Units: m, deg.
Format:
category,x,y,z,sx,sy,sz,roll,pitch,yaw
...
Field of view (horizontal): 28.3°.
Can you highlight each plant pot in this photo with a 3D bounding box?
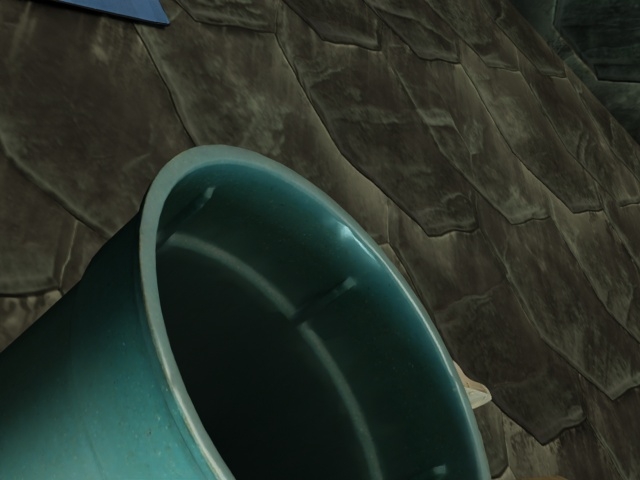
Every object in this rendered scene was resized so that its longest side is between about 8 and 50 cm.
category,x,y,z,sx,sy,sz,roll,pitch,yaw
plant pot,-0.111,0.167,0.888,0.341,0.334,0.341,40,30,-29

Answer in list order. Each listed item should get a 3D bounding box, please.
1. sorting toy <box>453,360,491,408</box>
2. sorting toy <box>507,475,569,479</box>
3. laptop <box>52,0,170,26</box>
category,x,y,z,sx,sy,sz,roll,pitch,yaw
sorting toy,0.176,0.185,1.687,0.083,0.045,0.075,23,34,-48
sorting toy,0.341,0.387,1.554,0.257,0.089,0.255,24,6,32
laptop,-0.299,-0.481,1.429,0.236,0.408,0.382,-20,75,-28
